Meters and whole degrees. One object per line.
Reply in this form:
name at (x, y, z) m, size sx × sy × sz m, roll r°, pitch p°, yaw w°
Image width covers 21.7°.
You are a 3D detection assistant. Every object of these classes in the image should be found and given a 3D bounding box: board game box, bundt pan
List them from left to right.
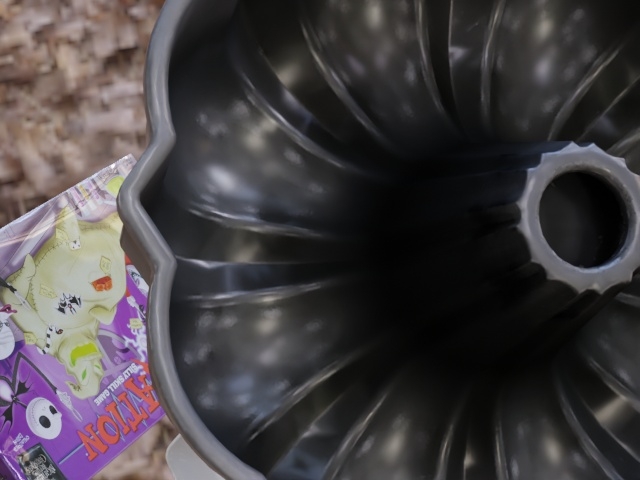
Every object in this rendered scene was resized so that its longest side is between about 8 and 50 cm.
board game box at (-0.203, 0.072, 1.388) m, size 0.056 × 0.208 × 0.347 m, roll -26°, pitch 8°, yaw 32°
bundt pan at (0.076, 0.002, 0.637) m, size 0.331 × 0.124 × 0.331 m, roll 3°, pitch 79°, yaw -17°

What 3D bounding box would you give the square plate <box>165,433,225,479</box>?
square plate at (0.034, 0.224, 1.496) m, size 0.049 × 0.347 × 0.344 m, roll 10°, pitch 41°, yaw -48°
